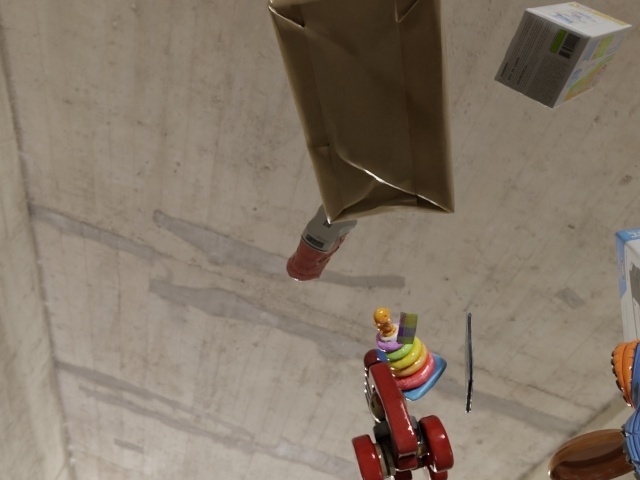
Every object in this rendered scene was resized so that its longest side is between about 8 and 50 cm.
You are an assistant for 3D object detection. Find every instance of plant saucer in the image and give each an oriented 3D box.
[{"bbox_3d":[0.540,0.421,1.046,0.200,0.037,0.200,-4,-45,-5],"label":"plant saucer"}]

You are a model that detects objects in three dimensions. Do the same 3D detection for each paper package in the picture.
[{"bbox_3d":[0.078,-0.235,0.694,0.168,0.324,0.309,-6,-49,14],"label":"paper package"}]

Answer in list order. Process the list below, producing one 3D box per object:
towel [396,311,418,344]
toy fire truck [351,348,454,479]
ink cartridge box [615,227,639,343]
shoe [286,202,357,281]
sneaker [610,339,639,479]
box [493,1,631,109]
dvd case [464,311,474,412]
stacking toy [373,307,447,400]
[{"bbox_3d":[0.226,0.229,1.398,0.060,0.083,0.009,9,-2,-31],"label":"towel"},{"bbox_3d":[0.133,0.358,1.063,0.169,0.254,0.302,-16,-35,-4],"label":"toy fire truck"},{"bbox_3d":[0.614,0.150,0.867,0.166,0.395,0.285,-7,-80,20],"label":"ink cartridge box"},{"bbox_3d":[0.000,0.000,0.823,0.063,0.178,0.081,33,-66,5],"label":"shoe"},{"bbox_3d":[0.260,0.130,0.361,0.087,0.221,0.083,-34,-77,32],"label":"sneaker"},{"bbox_3d":[0.378,-0.292,0.831,0.103,0.203,0.114,38,-47,25],"label":"box"},{"bbox_3d":[0.409,0.334,1.473,0.018,0.221,0.164,2,-47,13],"label":"dvd case"},{"bbox_3d":[0.228,0.312,1.596,0.166,0.175,0.302,17,-36,55],"label":"stacking toy"}]
